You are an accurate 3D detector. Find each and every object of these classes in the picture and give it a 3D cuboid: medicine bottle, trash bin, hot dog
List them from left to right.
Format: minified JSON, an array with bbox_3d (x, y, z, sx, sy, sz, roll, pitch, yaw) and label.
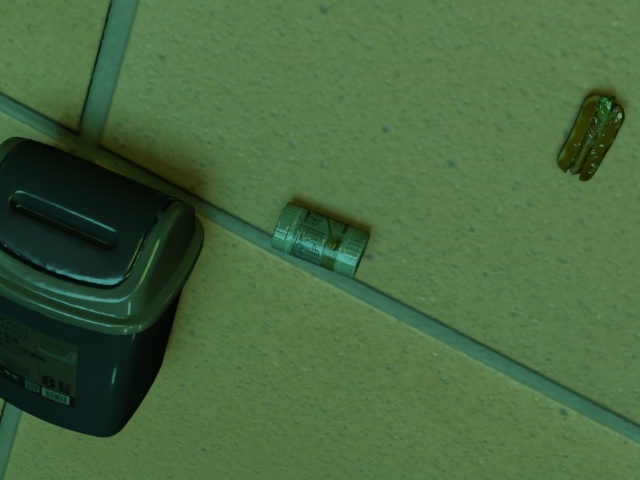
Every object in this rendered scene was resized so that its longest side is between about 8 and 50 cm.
[{"bbox_3d":[-0.236,0.045,0.991,0.209,0.182,0.290,22,135,4],"label":"trash bin"},{"bbox_3d":[0.000,0.000,0.947,0.083,0.047,0.047,21,129,6],"label":"medicine bottle"},{"bbox_3d":[0.218,-0.085,0.817,0.037,0.021,0.083,31,131,11],"label":"hot dog"}]
